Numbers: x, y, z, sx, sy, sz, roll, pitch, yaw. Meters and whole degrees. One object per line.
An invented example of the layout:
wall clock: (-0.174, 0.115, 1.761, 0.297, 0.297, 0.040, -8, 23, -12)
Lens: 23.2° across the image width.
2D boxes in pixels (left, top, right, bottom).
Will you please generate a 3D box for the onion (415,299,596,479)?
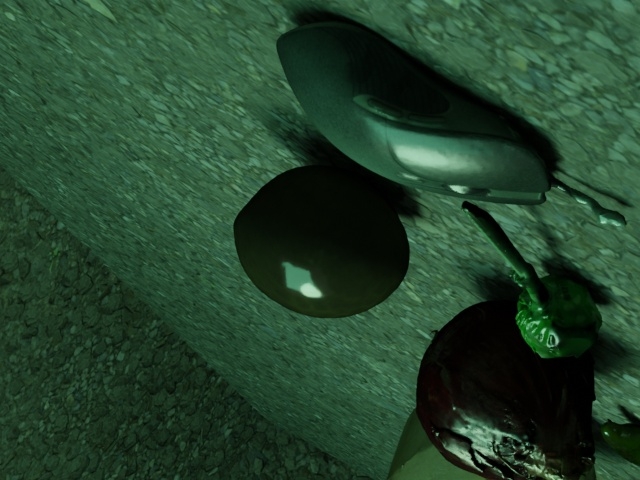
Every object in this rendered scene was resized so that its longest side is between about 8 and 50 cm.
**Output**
onion: (0.235, 0.201, 1.950, 0.281, 0.221, 0.281, 50, 175, 6)

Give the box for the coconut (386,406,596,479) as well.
coconut: (0.238, 0.367, 2.297, 0.323, 0.323, 0.323, 31, 167, 8)

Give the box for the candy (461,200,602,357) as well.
candy: (0.215, 0.034, 1.651, 0.097, 0.097, 0.323, 23, 166, 37)

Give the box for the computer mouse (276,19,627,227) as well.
computer mouse: (0.112, -0.088, 1.484, 0.379, 0.090, 0.167, 29, 167, 13)

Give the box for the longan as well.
longan: (0.000, 0.000, 1.851, 0.212, 0.198, 0.198, 21, 162, 35)

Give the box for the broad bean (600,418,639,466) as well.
broad bean: (0.454, 0.294, 2.133, 0.195, 0.046, 0.061, 31, 156, -13)
